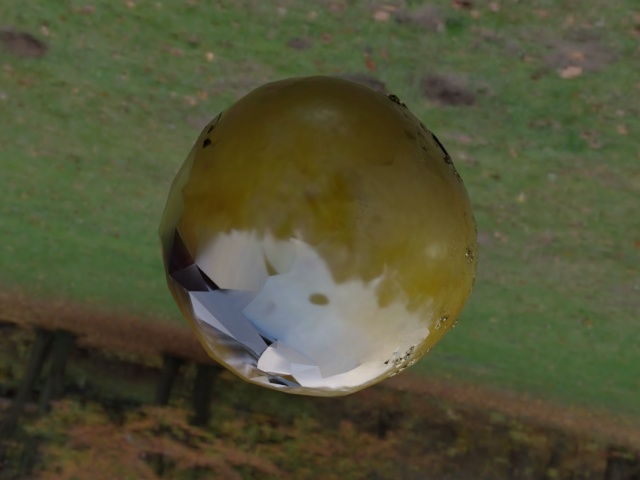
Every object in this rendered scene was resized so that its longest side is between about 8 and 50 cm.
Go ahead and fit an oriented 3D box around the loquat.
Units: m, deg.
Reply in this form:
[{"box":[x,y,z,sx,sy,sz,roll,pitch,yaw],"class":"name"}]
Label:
[{"box":[0.000,0.000,0.823,0.235,0.235,0.235,12,171,2],"class":"loquat"}]
